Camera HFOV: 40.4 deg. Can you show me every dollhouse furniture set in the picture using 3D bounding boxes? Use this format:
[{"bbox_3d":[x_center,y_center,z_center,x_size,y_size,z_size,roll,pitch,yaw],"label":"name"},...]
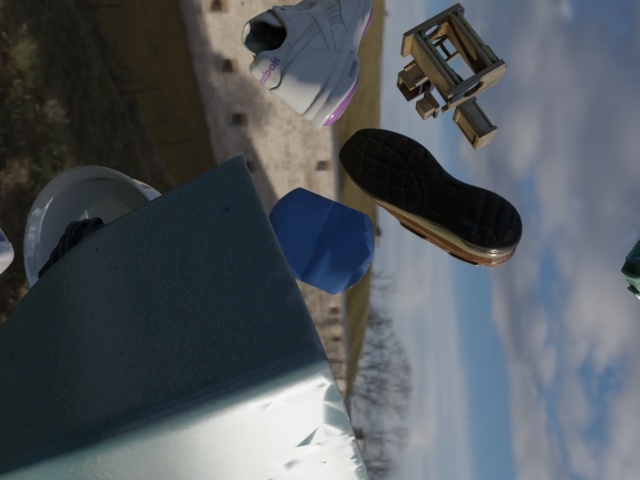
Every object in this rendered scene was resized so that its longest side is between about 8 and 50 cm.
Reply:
[{"bbox_3d":[0.202,-0.207,1.222,0.181,0.101,0.161,57,-8,14],"label":"dollhouse furniture set"}]

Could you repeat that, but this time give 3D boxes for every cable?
[{"bbox_3d":[-0.287,0.058,1.165,0.184,0.047,0.150,42,48,-34],"label":"cable"}]

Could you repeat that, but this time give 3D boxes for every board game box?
[{"bbox_3d":[0.000,0.000,1.305,0.033,0.169,0.133,-31,143,-74],"label":"board game box"}]

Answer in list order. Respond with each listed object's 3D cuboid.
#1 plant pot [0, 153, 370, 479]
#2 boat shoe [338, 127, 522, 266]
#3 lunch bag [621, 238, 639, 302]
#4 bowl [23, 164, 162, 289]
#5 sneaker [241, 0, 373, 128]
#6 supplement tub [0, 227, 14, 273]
[{"bbox_3d":[-0.120,0.128,0.706,0.247,0.252,0.247,-115,-175,-48],"label":"plant pot"},{"bbox_3d":[0.166,-0.055,1.374,0.122,0.324,0.120,-46,155,-16],"label":"boat shoe"},{"bbox_3d":[0.567,0.048,1.183,0.223,0.262,0.160,49,21,-30],"label":"lunch bag"},{"bbox_3d":[-0.304,0.027,1.345,0.134,0.298,0.297,-15,106,-61],"label":"bowl"},{"bbox_3d":[-0.017,-0.278,1.132,0.114,0.152,0.305,-50,-160,36],"label":"sneaker"},{"bbox_3d":[-0.765,-0.044,1.670,0.316,0.228,0.228,58,0,0],"label":"supplement tub"}]
